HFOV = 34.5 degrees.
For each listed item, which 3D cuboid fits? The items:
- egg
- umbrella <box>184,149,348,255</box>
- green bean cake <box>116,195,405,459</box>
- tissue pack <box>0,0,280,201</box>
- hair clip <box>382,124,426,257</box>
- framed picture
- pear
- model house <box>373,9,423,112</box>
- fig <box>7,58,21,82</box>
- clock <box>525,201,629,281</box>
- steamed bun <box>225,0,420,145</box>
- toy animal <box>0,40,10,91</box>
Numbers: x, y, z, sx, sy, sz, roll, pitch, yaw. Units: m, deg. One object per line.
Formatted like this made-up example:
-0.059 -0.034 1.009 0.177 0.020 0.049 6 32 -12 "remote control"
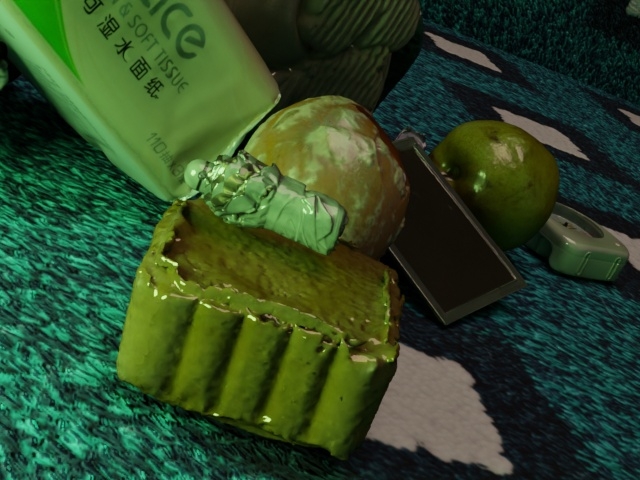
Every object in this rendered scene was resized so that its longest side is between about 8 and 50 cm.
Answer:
0.001 -0.050 1.117 0.195 0.195 0.233 20 40 -11 "egg"
-0.046 -0.035 0.866 0.143 0.062 0.067 20 -16 0 "umbrella"
-0.045 0.068 0.879 0.230 0.131 0.224 20 19 -3 "green bean cake"
-0.264 -0.277 1.075 0.332 0.205 0.405 35 -15 41 "tissue pack"
0.074 -0.049 1.343 0.137 0.090 0.278 39 39 -2 "hair clip"
0.130 -0.018 1.276 0.197 0.014 0.252 -18 67 -48 "framed picture"
0.231 -0.073 1.435 0.200 0.200 0.200 21 22 -9 "pear"
-0.011 -0.348 1.707 0.249 0.280 0.230 -5 68 -25 "model house"
-0.409 -0.233 1.277 0.084 0.082 0.098 -22 21 -15 "fig"
0.374 -0.010 1.601 0.151 0.062 0.191 8 26 -34 "clock"
-0.045 -0.298 1.460 0.255 0.342 0.368 39 11 31 "steamed bun"
-0.458 -0.199 0.961 0.267 0.212 0.212 36 24 16 "toy animal"
